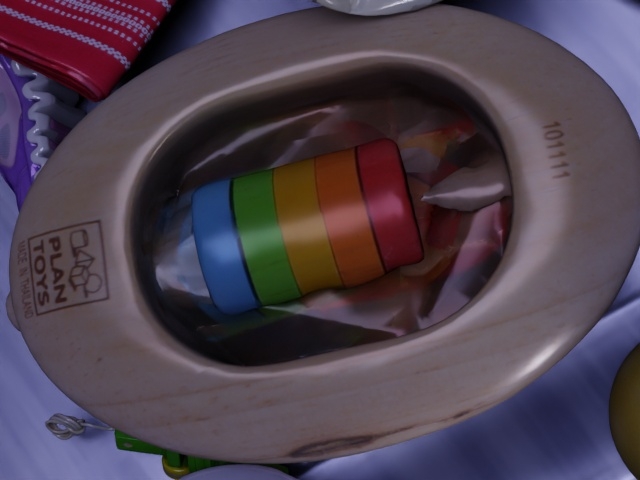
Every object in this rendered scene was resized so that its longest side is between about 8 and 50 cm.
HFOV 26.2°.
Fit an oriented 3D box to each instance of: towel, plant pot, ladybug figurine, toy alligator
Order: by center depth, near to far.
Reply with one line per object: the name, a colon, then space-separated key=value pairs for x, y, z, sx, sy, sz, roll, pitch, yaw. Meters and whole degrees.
plant pot: x=0.261 y=0.115 z=0.923 sx=0.134 sy=0.095 sz=0.134 roll=-2 pitch=80 yaw=12
ladybug figurine: x=0.000 y=0.000 z=0.961 sx=0.449 sy=0.162 sz=0.305 roll=-10 pitch=78 yaw=10
toy alligator: x=-0.108 y=0.140 z=1.022 sx=0.190 sy=0.056 sz=0.051 roll=11 pitch=42 yaw=14
towel: x=-0.182 y=-0.247 z=1.053 sx=0.199 sy=0.031 sz=0.275 roll=26 pitch=66 yaw=8

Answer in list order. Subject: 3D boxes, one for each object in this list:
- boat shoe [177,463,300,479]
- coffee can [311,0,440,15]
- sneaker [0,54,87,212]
boat shoe: x=0.012 y=0.226 z=0.961 sx=0.258 sy=0.084 sz=0.095 roll=12 pitch=60 yaw=11
coffee can: x=0.013 y=-0.309 z=0.933 sx=0.201 sy=0.201 sz=0.275 roll=-31 pitch=46 yaw=5
sneaker: x=-0.241 y=-0.094 z=1.069 sx=0.105 sy=0.095 sz=0.236 roll=-21 pitch=71 yaw=13
